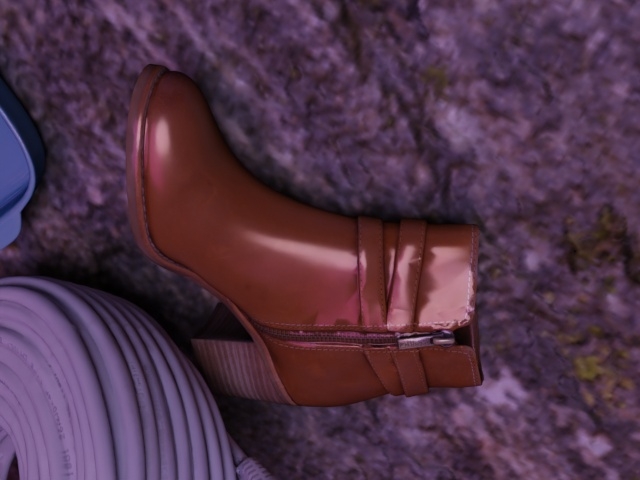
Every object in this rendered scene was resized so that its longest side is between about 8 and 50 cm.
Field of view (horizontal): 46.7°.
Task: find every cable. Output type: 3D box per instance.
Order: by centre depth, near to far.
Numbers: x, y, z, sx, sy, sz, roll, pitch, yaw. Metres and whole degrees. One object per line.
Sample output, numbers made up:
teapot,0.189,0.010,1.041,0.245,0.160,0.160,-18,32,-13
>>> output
cable,-0.158,0.147,0.379,0.257,0.089,0.257,-50,54,10

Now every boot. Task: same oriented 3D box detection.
boot,0.000,0.000,0.361,0.152,0.073,0.197,-3,126,16

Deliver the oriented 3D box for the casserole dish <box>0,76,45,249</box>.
casserole dish,-0.222,-0.077,0.396,0.114,0.037,0.188,-28,104,24
